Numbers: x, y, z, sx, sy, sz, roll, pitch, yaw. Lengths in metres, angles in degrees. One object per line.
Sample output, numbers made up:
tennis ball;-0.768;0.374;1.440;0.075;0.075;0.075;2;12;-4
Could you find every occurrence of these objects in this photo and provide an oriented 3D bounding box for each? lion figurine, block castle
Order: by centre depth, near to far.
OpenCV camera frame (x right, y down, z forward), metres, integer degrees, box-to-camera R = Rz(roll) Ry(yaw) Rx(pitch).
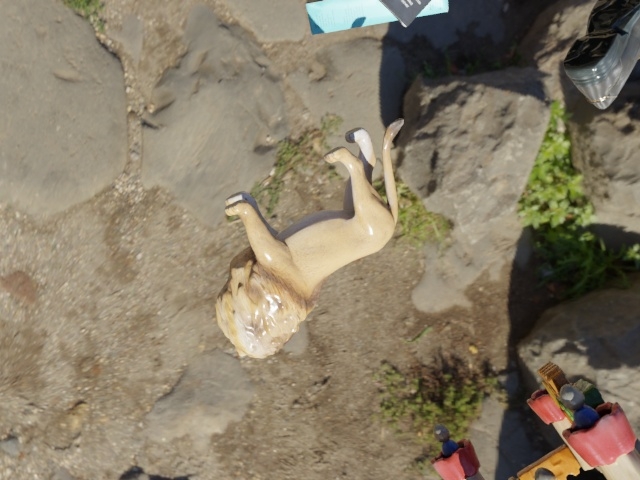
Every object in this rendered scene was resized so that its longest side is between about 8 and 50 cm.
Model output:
lion figurine;0.000;0.000;1.084;0.392;0.142;0.240;-29;105;-5
block castle;0.326;0.347;1.122;0.303;0.453;0.213;-34;80;4

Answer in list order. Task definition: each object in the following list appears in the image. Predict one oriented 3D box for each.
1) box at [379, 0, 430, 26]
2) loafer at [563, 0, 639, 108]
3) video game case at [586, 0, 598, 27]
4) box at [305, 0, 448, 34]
box;0.109;-0.380;0.898;0.093;0.158;0.156;53;18;22
loafer;0.309;-0.210;0.741;0.170;0.062;0.061;-51;125;-17
video game case;0.532;-0.421;1.009;0.061;0.244;0.270;21;93;-26
box;0.099;-0.431;1.275;0.244;0.060;0.101;-8;36;7
